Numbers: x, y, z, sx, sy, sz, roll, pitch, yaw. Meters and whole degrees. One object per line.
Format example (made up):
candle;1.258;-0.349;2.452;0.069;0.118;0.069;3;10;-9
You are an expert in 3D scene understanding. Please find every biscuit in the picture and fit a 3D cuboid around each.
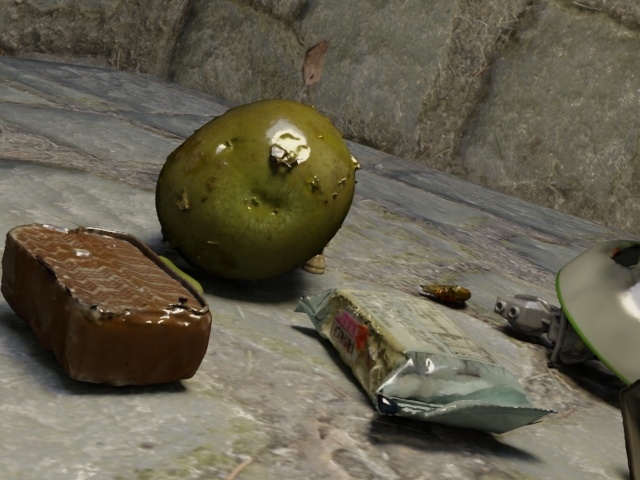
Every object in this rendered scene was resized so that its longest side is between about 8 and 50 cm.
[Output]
biscuit;0.094;0.122;1.074;0.186;0.079;0.309;8;14;-21

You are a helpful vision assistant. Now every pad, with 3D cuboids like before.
pad;-0.242;0.007;1.274;0.193;0.004;0.116;21;-4;23

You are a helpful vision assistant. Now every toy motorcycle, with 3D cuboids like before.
toy motorcycle;0.322;0.123;1.357;0.122;0.080;0.215;8;10;-41

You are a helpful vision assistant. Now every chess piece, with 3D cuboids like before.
chess piece;0.000;0.000;1.464;0.035;0.092;0.035;14;12;-3

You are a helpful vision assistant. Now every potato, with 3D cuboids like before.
potato;-0.079;-0.075;1.354;0.269;0.219;0.359;-24;8;5

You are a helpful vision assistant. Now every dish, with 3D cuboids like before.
dish;0.477;0.093;1.296;0.324;0.124;0.324;24;29;-14

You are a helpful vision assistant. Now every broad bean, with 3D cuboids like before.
broad bean;-0.175;0.049;1.161;0.083;0.045;0.063;27;-4;24

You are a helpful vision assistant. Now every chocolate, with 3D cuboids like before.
chocolate;-0.212;0.059;0.949;0.148;0.093;0.214;7;15;-38

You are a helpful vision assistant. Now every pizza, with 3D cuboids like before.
pizza;0.187;0.082;1.494;0.078;0.025;0.083;4;-10;20

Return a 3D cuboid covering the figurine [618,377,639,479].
figurine;0.444;0.211;0.949;0.308;0.143;0.308;13;31;-8
